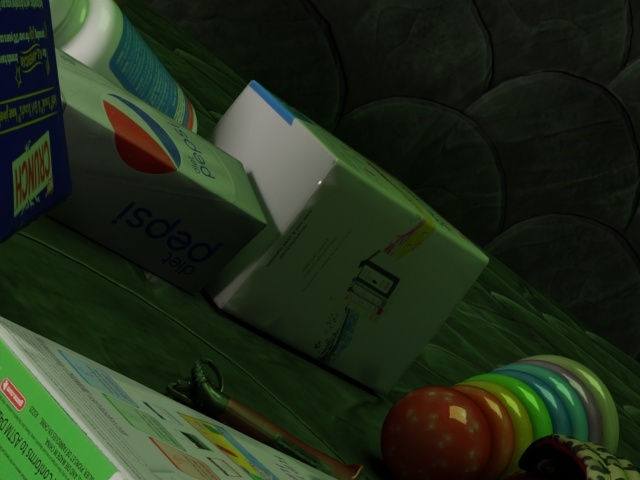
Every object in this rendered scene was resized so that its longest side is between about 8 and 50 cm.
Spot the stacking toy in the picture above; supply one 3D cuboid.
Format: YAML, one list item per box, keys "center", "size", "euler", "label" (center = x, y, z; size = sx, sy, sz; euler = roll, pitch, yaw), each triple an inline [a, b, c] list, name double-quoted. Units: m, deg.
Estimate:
- center: [0.147, 0.173, 1.411]
  size: [0.141, 0.141, 0.330]
  euler: [41, 16, 22]
  label: "stacking toy"

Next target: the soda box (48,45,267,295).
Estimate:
- center: [-0.181, -0.068, 1.319]
  size: [0.286, 0.098, 0.091]
  euler: [32, 22, -38]
  label: "soda box"

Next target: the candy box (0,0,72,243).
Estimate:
- center: [-0.233, -0.157, 0.919]
  size: [0.122, 0.317, 0.268]
  euler: [-6, 8, 2]
  label: "candy box"

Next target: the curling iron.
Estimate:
- center: [0.007, 0.159, 1.135]
  size: [0.274, 0.035, 0.068]
  euler: [34, 9, -22]
  label: "curling iron"

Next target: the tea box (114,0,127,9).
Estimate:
- center: [-0.397, -0.402, 1.837]
  size: [0.323, 0.220, 0.329]
  euler: [44, 10, 32]
  label: "tea box"

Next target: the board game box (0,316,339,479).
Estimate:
- center: [-0.021, 0.162, 0.790]
  size: [0.316, 0.064, 0.242]
  euler: [32, 2, -37]
  label: "board game box"

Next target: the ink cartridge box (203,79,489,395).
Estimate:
- center: [0.000, 0.000, 1.512]
  size: [0.233, 0.168, 0.171]
  euler: [32, 9, -42]
  label: "ink cartridge box"

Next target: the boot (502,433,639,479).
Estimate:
- center: [0.265, 0.257, 1.295]
  size: [0.284, 0.138, 0.377]
  euler: [23, -7, -10]
  label: "boot"

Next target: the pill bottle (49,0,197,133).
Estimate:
- center: [-0.206, -0.144, 1.397]
  size: [0.124, 0.124, 0.221]
  euler: [45, -6, 41]
  label: "pill bottle"
